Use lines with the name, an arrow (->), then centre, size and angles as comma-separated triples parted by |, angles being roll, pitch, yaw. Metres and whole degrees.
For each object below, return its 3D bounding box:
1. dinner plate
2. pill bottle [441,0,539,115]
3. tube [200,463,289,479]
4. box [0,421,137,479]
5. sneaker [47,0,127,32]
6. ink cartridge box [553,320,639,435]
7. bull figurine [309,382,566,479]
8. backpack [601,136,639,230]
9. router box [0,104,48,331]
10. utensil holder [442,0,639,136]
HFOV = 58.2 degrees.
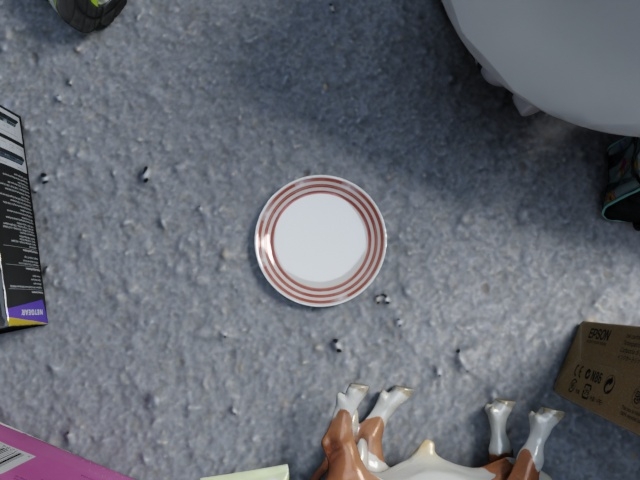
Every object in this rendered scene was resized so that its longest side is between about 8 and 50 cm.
dinner plate -> 0.000, 0.000, 0.616 | 0.141, 0.017, 0.141 | 0, 85, 3
pill bottle -> 0.196, -0.226, 0.587 | 0.103, 0.103, 0.184 | -26, 83, 0
tube -> -0.061, 0.351, 0.562 | 0.070, 0.062, 0.240 | 0, 76, -38
box -> -0.314, 0.327, 0.545 | 0.213, 0.117, 0.243 | 21, 86, 5
sneaker -> -0.231, -0.384, 0.627 | 0.121, 0.111, 0.300 | 32, 84, 10
ink cartridge box -> 0.333, 0.146, 0.473 | 0.193, 0.235, 0.088 | 23, 86, 5
bull figurine -> 0.136, 0.243, 0.542 | 0.310, 0.101, 0.189 | 7, 80, 1
backpack -> 0.370, -0.082, 0.520 | 0.165, 0.188, 0.145 | 11, 84, 5
router box -> -0.467, 0.000, 0.607 | 0.308, 0.081, 0.243 | -12, 83, 2
utensil holder -> 0.287, -0.313, 0.416 | 0.327, 0.328, 0.386 | 26, 61, 5
